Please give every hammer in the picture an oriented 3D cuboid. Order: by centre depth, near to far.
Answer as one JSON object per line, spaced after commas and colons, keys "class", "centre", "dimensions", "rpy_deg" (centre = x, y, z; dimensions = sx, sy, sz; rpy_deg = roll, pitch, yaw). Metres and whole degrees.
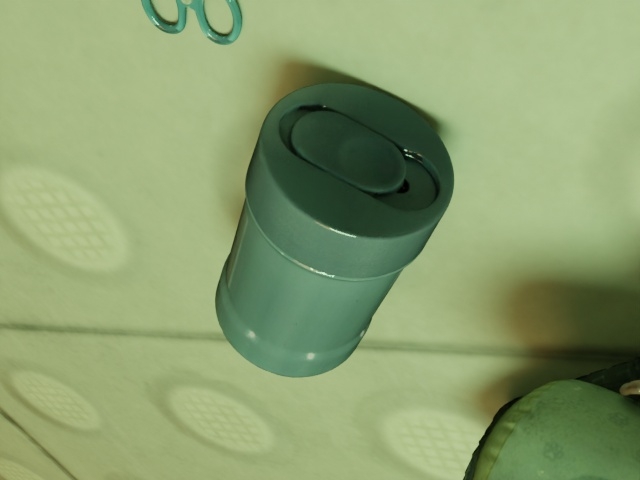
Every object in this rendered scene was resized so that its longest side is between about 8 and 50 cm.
{"class": "hammer", "centre": [0.191, 0.216, 0.425], "dimensions": [0.202, 0.113, 0.305], "rpy_deg": [30, 149, 42]}

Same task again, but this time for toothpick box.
{"class": "toothpick box", "centre": [0.000, 0.000, 0.437], "dimensions": [0.101, 0.101, 0.153], "rpy_deg": [26, 143, 0]}

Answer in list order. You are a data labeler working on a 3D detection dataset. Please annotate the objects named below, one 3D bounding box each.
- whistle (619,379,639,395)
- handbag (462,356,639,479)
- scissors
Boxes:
{"class": "whistle", "centre": [0.277, 0.013, 0.283], "dimensions": [0.346, 0.133, 0.142], "rpy_deg": [-24, 135, 35]}
{"class": "handbag", "centre": [0.214, 0.192, 0.506], "dimensions": [0.175, 0.088, 0.270], "rpy_deg": [-24, 106, 48]}
{"class": "scissors", "centre": [-0.070, -0.146, 0.378], "dimensions": [0.058, 0.014, 0.119], "rpy_deg": [15, 144, 13]}
